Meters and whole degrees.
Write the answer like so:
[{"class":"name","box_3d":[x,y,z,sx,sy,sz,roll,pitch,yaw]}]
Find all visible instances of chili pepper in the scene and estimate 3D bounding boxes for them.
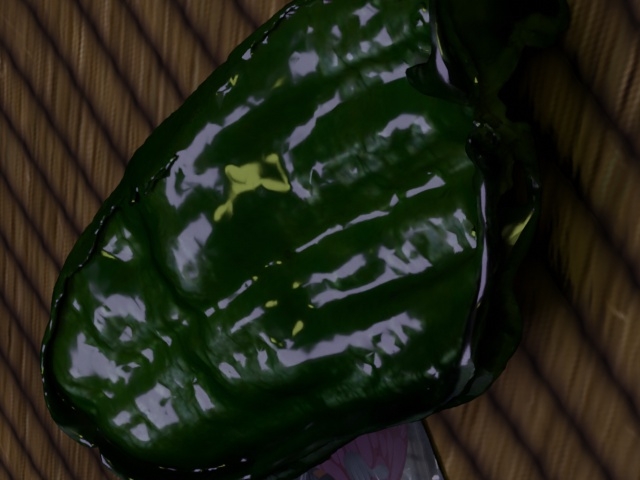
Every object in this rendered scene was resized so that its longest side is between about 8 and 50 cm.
[{"class":"chili pepper","box_3d":[0.008,-0.001,1.041,0.213,0.167,0.385,47,131,1]}]

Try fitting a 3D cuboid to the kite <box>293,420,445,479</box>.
[{"class":"kite","box_3d":[-0.026,0.179,1.300,0.360,0.022,0.204,2,110,51]}]
